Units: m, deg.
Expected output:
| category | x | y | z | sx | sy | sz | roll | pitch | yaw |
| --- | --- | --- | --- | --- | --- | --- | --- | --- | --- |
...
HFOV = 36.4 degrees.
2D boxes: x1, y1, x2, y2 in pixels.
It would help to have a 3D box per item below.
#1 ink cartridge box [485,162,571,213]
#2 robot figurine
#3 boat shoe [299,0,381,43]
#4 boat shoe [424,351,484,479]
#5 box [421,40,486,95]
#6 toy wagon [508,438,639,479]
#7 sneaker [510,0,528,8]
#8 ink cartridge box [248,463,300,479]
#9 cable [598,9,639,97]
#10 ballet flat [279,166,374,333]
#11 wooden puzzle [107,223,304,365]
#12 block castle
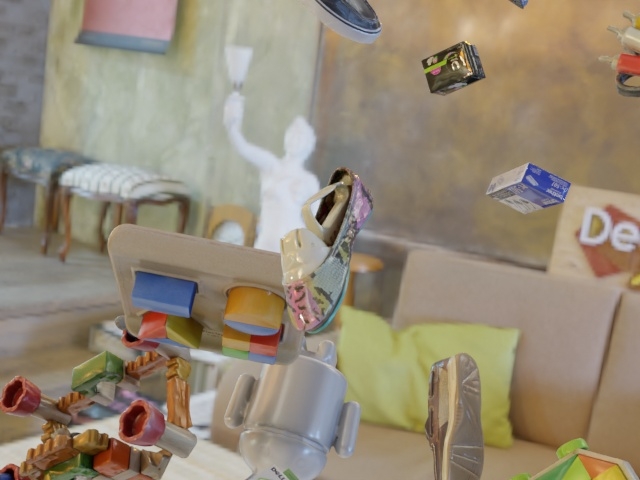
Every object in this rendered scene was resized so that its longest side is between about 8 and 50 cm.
| category | x | y | z | sx | sy | sz | roll | pitch | yaw |
| --- | --- | --- | --- | --- | --- | --- | --- | --- | --- |
| ink cartridge box | 0.417 | -0.103 | 1.967 | 0.097 | 0.046 | 0.207 | 25 | -8 | -6 |
| robot figurine | -0.059 | 0.388 | 2.162 | 0.299 | 0.354 | 0.200 | 12 | -25 | 13 |
| boat shoe | 0.008 | -0.476 | 1.732 | 0.301 | 0.102 | 0.108 | 40 | 39 | -14 |
| boat shoe | 0.243 | 0.353 | 1.826 | 0.102 | 0.285 | 0.092 | 24 | -30 | -37 |
| box | 0.221 | -0.285 | 1.620 | 0.083 | 0.062 | 0.052 | -21 | -10 | 31 |
| toy wagon | 0.413 | 0.520 | 1.681 | 0.068 | 0.344 | 0.267 | 28 | 30 | -51 |
| sneaker | 0.311 | -0.404 | 1.518 | 0.053 | 0.059 | 0.144 | 34 | 4 | 8 |
| ink cartridge box | -0.093 | 0.498 | 1.841 | 0.209 | 0.062 | 0.109 | -23 | 54 | -41 |
| cable | 0.592 | -0.283 | 1.575 | 0.287 | 0.140 | 0.072 | 23 | -10 | 35 |
| ballet flat | 0.000 | 0.000 | 1.046 | 0.076 | 0.079 | 0.222 | -17 | 32 | 34 |
| wooden puzzle | -0.182 | 0.117 | 1.599 | 0.322 | 0.081 | 0.348 | 11 | -31 | 0 |
| block castle | -0.483 | 0.361 | 2.001 | 0.453 | 0.303 | 0.213 | -28 | -42 | 24 |
